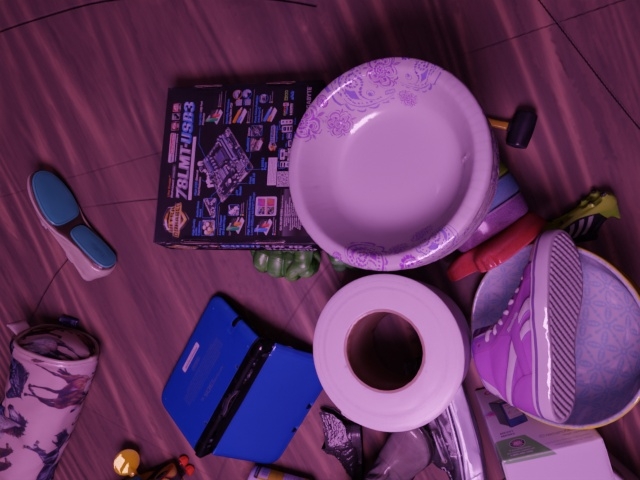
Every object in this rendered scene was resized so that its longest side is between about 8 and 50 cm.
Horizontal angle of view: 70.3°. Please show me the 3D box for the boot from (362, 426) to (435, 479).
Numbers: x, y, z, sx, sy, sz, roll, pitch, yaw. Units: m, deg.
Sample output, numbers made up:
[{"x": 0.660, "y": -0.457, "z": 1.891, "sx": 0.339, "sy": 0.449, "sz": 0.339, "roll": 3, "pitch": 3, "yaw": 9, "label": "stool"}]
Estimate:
[{"x": 0.115, "y": 0.438, "z": 0.839, "sx": 0.083, "sy": 0.161, "sz": 0.247, "roll": 41, "pitch": 139, "yaw": 36, "label": "boot"}]

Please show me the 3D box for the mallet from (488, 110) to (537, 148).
[{"x": 0.277, "y": -0.203, "z": 0.799, "sx": 0.189, "sy": 0.039, "sz": 0.062, "roll": 9, "pitch": 99, "yaw": 11, "label": "mallet"}]

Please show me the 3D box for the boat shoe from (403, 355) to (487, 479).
[{"x": 0.244, "y": 0.377, "z": 0.883, "sx": 0.119, "sy": 0.121, "sz": 0.335, "roll": -15, "pitch": 87, "yaw": 18, "label": "boat shoe"}]

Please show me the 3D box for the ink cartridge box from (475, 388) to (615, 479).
[{"x": 0.376, "y": 0.334, "z": 0.792, "sx": 0.154, "sy": 0.212, "sz": 0.093, "roll": -19, "pitch": 98, "yaw": 12, "label": "ink cartridge box"}]

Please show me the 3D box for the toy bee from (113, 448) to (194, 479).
[{"x": -0.360, "y": 0.555, "z": 0.993, "sx": 0.298, "sy": 0.162, "sz": 0.195, "roll": 1, "pitch": 111, "yaw": 33, "label": "toy bee"}]

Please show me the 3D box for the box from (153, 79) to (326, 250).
[{"x": -0.135, "y": -0.131, "z": 0.805, "sx": 0.293, "sy": 0.073, "sz": 0.296, "roll": -1, "pitch": 79, "yaw": 11, "label": "box"}]

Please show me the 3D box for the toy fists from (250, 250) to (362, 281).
[{"x": 0.000, "y": 0.000, "z": 0.846, "sx": 0.279, "sy": 0.096, "sz": 0.142, "roll": -10, "pitch": 100, "yaw": 9, "label": "toy fists"}]

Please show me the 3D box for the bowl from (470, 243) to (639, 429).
[{"x": 0.420, "y": 0.150, "z": 0.764, "sx": 0.156, "sy": 0.289, "sz": 0.290, "roll": 4, "pitch": 105, "yaw": -36, "label": "bowl"}]

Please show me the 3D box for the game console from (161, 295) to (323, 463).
[{"x": -0.160, "y": 0.298, "z": 0.961, "sx": 0.250, "sy": 0.173, "sz": 0.293, "roll": 38, "pitch": 105, "yaw": 32, "label": "game console"}]

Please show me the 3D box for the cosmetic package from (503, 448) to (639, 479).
[{"x": 0.442, "y": 0.567, "z": 0.859, "sx": 0.217, "sy": 0.156, "sz": 0.385, "roll": 44, "pitch": 102, "yaw": -2, "label": "cosmetic package"}]

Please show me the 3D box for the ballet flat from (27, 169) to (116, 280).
[{"x": -0.521, "y": -0.023, "z": 0.931, "sx": 0.086, "sy": 0.086, "sz": 0.248, "roll": -32, "pitch": 96, "yaw": 13, "label": "ballet flat"}]

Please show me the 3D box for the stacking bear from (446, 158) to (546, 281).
[{"x": 0.223, "y": -0.101, "z": 0.766, "sx": 0.164, "sy": 0.175, "sz": 0.289, "roll": -33, "pitch": 84, "yaw": -14, "label": "stacking bear"}]

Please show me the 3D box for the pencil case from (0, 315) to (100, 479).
[{"x": -0.619, "y": 0.371, "z": 0.975, "sx": 0.183, "sy": 0.160, "sz": 0.410, "roll": 28, "pitch": 103, "yaw": 12, "label": "pencil case"}]

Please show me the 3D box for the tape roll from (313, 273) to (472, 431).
[{"x": 0.129, "y": 0.183, "z": 0.783, "sx": 0.246, "sy": 0.169, "sz": 0.246, "roll": -3, "pitch": 81, "yaw": 21, "label": "tape roll"}]

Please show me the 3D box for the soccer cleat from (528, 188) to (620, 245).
[{"x": 0.439, "y": -0.017, "z": 0.798, "sx": 0.179, "sy": 0.060, "sz": 0.072, "roll": -34, "pitch": 107, "yaw": 13, "label": "soccer cleat"}]

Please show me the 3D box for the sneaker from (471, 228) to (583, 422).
[{"x": 0.306, "y": 0.121, "z": 0.711, "sx": 0.102, "sy": 0.161, "sz": 0.282, "roll": 4, "pitch": 92, "yaw": -32, "label": "sneaker"}]

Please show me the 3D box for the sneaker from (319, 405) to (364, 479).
[{"x": 0.044, "y": 0.434, "z": 0.946, "sx": 0.089, "sy": 0.051, "sz": 0.170, "roll": -2, "pitch": 96, "yaw": 9, "label": "sneaker"}]

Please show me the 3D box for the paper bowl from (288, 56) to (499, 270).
[{"x": 0.108, "y": -0.099, "z": 0.656, "sx": 0.284, "sy": 0.148, "sz": 0.284, "roll": -2, "pitch": 87, "yaw": 27, "label": "paper bowl"}]

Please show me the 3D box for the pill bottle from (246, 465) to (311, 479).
[{"x": -0.069, "y": 0.550, "z": 0.955, "sx": 0.184, "sy": 0.103, "sz": 0.103, "roll": 13, "pitch": 102, "yaw": 6, "label": "pill bottle"}]
